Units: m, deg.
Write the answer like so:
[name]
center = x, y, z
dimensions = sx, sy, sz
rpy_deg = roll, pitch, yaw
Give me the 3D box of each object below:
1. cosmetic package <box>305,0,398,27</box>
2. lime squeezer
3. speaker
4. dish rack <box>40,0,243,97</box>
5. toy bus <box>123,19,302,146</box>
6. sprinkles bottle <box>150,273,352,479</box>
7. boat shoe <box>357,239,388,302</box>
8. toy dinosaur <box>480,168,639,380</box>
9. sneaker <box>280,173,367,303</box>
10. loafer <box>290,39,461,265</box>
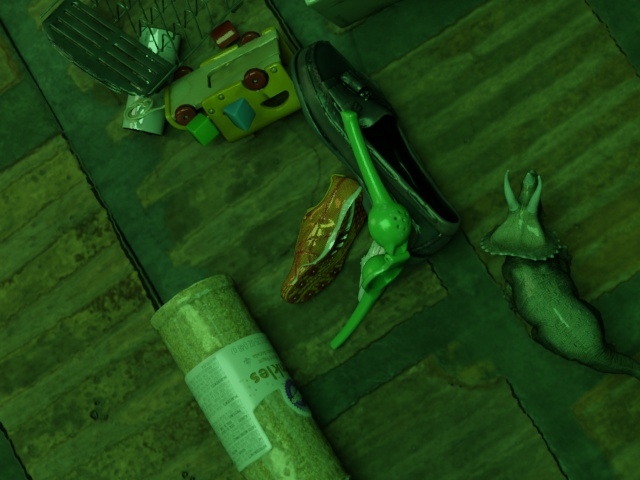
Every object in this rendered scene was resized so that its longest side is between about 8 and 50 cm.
[cosmetic package]
center = 0.122, -0.379, 1.845
dimensions = 0.309, 0.160, 0.113
rpy_deg = -24, 81, 15
[lime squeezer]
center = 0.055, 0.009, 1.822
dimensions = 0.110, 0.059, 0.310
rpy_deg = 15, 117, 28
[speaker]
center = -0.218, -0.205, 1.990
dimensions = 0.055, 0.055, 0.136
rpy_deg = 11, 90, 17
[dish rack]
center = -0.215, -0.317, 1.944
dimensions = 0.208, 0.074, 0.271
rpy_deg = 35, 71, 17
[toy bus]
center = -0.111, -0.175, 1.931
dimensions = 0.202, 0.104, 0.191
rpy_deg = 13, 59, 46
[sprinkles bottle]
center = -0.073, 0.217, 1.884
dimensions = 0.121, 0.121, 0.355
rpy_deg = -35, 78, 12
[boat shoe]
center = 0.067, 0.030, 1.903
dimensions = 0.035, 0.035, 0.100
rpy_deg = 28, 100, 44
[toy dinosaur]
center = 0.271, 0.080, 1.769
dimensions = 0.121, 0.160, 0.313
rpy_deg = -28, 78, 14
[sneaker]
center = 0.000, 0.000, 1.917
dimensions = 0.067, 0.064, 0.175
rpy_deg = 33, 91, 36
[loafer]
center = 0.075, -0.119, 1.858
dimensions = 0.095, 0.109, 0.302
rpy_deg = -33, 84, 45
